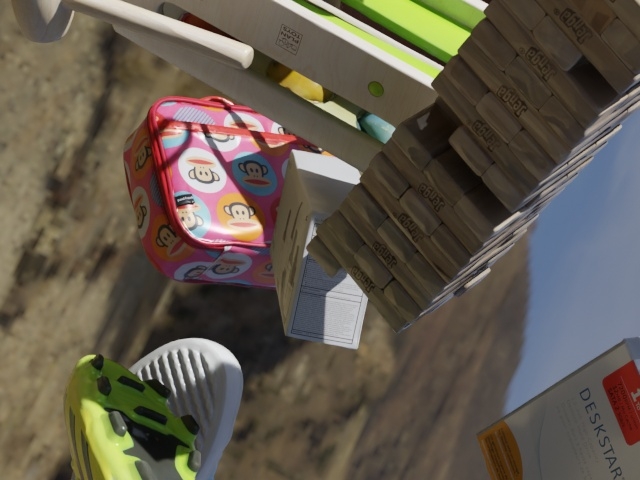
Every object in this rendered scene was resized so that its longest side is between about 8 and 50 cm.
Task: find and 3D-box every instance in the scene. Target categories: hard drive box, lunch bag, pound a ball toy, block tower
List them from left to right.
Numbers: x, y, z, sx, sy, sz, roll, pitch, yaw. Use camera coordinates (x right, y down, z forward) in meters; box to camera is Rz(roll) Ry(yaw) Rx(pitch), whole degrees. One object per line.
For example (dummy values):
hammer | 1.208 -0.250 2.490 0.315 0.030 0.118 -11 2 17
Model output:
lunch bag | -0.097 -0.071 2.005 0.120 0.293 0.258 -47 -131 43
pound a ball toy | -0.044 -0.132 1.152 0.208 0.319 0.136 -49 164 -45
block tower | 0.111 -0.065 0.954 0.091 0.097 0.335 -32 168 -38
hard drive box | 0.275 0.216 1.518 0.089 0.181 0.232 -3 153 -38

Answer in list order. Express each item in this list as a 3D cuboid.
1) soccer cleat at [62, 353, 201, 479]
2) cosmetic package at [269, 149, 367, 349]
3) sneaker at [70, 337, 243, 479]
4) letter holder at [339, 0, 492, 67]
soccer cleat | -0.117 0.191 1.001 0.121 0.093 0.289 -48 -134 20
cosmetic package | 0.000 0.000 1.257 0.239 0.060 0.099 -109 -148 -76
sneaker | -0.161 0.239 1.605 0.150 0.135 0.366 -13 139 -58
letter holder | 0.188 -0.265 1.798 0.152 0.302 0.214 -13 115 -56
